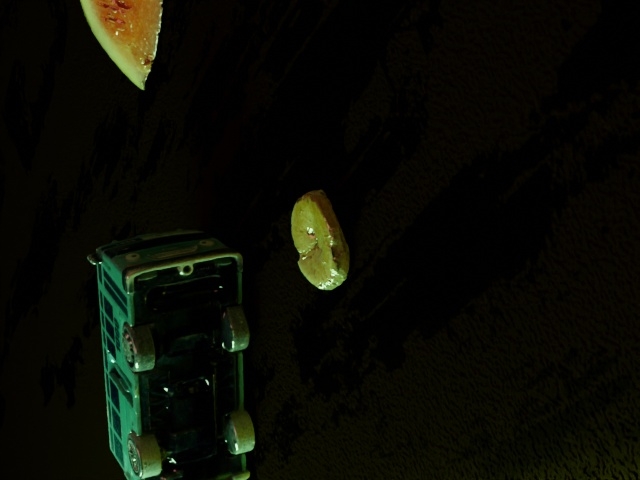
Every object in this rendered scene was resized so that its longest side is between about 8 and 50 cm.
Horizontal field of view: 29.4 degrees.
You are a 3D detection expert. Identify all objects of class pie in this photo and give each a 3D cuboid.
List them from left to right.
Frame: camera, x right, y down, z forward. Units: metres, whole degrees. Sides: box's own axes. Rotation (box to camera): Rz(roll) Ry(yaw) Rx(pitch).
[{"bbox_3d":[0.000,0.000,1.000,0.084,0.020,0.084,36,132,54],"label":"pie"}]

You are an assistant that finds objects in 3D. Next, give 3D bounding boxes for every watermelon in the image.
[{"bbox_3d":[-0.200,-0.274,1.265,0.119,0.063,0.245,45,138,29],"label":"watermelon"}]

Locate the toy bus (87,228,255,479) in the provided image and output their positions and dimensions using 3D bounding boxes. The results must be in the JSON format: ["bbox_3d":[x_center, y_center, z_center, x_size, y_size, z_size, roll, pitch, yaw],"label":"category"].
[{"bbox_3d":[-0.149,0.116,1.212,0.147,0.128,0.256,37,132,55],"label":"toy bus"}]
